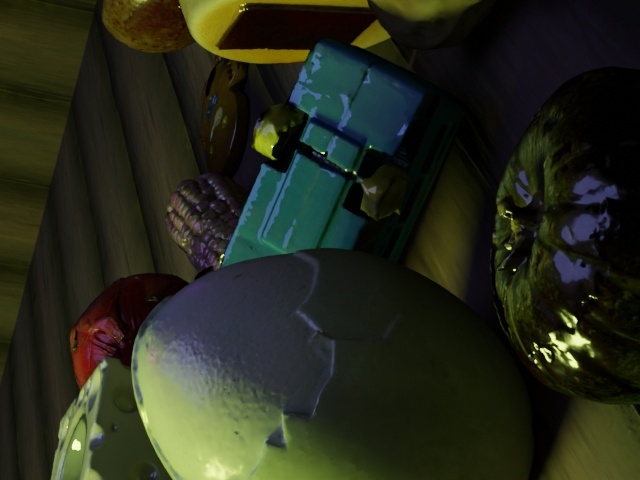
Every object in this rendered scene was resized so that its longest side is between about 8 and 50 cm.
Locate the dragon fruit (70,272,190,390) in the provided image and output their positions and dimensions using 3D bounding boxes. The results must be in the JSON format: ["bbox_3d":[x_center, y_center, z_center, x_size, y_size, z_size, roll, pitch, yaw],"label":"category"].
[{"bbox_3d":[-0.240,0.159,2.072,0.252,0.241,0.241,-43,-29,-68],"label":"dragon fruit"}]

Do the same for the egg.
[{"bbox_3d":[0.003,0.142,1.249,0.278,0.336,0.278,-53,25,39],"label":"egg"}]

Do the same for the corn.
[{"bbox_3d":[-0.125,0.002,1.979,0.335,0.127,0.126,-132,54,-63],"label":"corn"}]

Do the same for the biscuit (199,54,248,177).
[{"bbox_3d":[-0.152,-0.197,2.267,0.236,0.039,0.180,-105,32,-46],"label":"biscuit"}]

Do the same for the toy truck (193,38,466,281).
[{"bbox_3d":[0.000,0.000,1.463,0.161,0.162,0.385,29,105,23],"label":"toy truck"}]

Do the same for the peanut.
[{"bbox_3d":[0.129,-0.268,1.361,0.313,0.149,0.149,163,115,-68],"label":"peanut"}]

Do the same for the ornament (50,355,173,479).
[{"bbox_3d":[-0.206,0.317,1.846,0.239,0.240,0.239,130,149,-56],"label":"ornament"}]

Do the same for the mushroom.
[{"bbox_3d":[-0.259,-0.452,2.193,0.334,0.356,0.331,152,125,-75],"label":"mushroom"}]

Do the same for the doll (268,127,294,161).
[{"bbox_3d":[-0.034,-0.056,1.847,0.139,0.057,0.165,-149,65,-66],"label":"doll"}]

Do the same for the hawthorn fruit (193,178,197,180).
[{"bbox_3d":[-0.175,-0.050,2.199,0.093,0.093,0.093,-171,90,-70],"label":"hawthorn fruit"}]

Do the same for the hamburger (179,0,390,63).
[{"bbox_3d":[-0.023,-0.308,1.606,0.302,0.302,0.170,148,119,-65],"label":"hamburger"}]

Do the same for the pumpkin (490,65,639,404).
[{"bbox_3d":[0.201,-0.007,1.012,0.238,0.159,0.238,-175,90,-72],"label":"pumpkin"}]

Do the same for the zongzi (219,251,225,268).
[{"bbox_3d":[-0.021,0.019,1.673,0.251,0.125,0.274,51,126,54],"label":"zongzi"}]
